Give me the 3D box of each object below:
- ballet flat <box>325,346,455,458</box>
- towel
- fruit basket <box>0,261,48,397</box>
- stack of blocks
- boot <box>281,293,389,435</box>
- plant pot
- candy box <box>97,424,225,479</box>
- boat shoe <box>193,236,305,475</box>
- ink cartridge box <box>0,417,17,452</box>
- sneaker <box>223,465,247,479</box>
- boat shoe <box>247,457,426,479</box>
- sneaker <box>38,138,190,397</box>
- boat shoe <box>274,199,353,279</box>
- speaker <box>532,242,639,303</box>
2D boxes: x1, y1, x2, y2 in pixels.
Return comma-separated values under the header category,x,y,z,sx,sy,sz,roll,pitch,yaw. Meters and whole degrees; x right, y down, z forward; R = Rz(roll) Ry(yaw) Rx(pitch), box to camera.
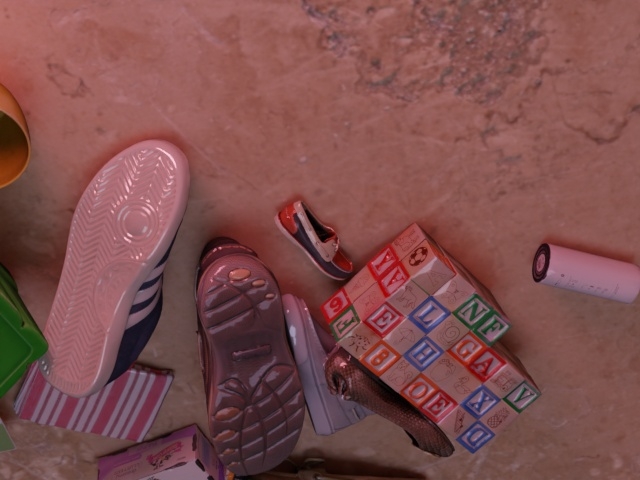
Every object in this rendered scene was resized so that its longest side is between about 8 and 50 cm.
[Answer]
category,x,y,z,sx,sy,sz,roll,pitch,yaw
ballet flat,0.090,0.228,2.145,0.250,0.084,0.058,41,83,-35
towel,-0.315,0.211,2.237,0.197,0.029,0.144,14,130,-19
fruit basket,-0.563,0.048,1.955,0.283,0.392,0.392,-47,129,-13
stack of blocks,0.165,0.133,2.127,0.171,0.087,0.297,-42,124,10
boot,0.023,0.154,2.177,0.123,0.095,0.258,-19,134,-4
plant pot,-0.400,-0.137,1.867,0.134,0.095,0.134,-2,132,-3
candy box,-0.210,0.375,2.360,0.165,0.070,0.196,-20,131,14
boat shoe,-0.096,0.148,2.114,0.132,0.130,0.355,-7,123,-9
ink cartridge box,-0.530,0.209,2.199,0.171,0.056,0.235,-11,134,7
sneaker,-0.089,0.272,2.270,0.083,0.084,0.215,6,131,-16
boat shoe,0.022,0.374,2.378,0.285,0.089,0.104,15,156,-13
sneaker,-0.241,0.027,2.025,0.131,0.148,0.350,32,108,16
boat shoe,0.000,0.000,2.052,0.043,0.049,0.137,-34,121,22
speaker,0.350,0.044,2.108,0.136,0.055,0.055,13,130,-15
